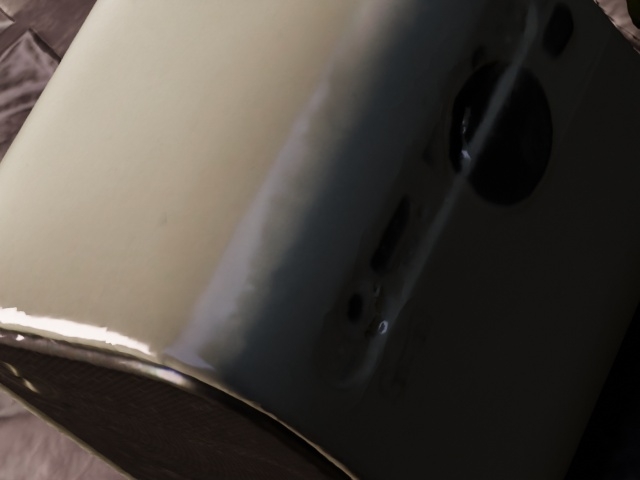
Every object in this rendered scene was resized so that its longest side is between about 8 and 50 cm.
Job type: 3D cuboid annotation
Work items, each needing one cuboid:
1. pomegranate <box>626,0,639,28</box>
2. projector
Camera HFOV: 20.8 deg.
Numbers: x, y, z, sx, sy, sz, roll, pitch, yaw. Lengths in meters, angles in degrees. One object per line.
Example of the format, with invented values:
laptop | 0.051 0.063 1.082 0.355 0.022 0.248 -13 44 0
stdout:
pomegranate | 0.233 -0.224 0.877 0.236 0.236 0.302 11 45 40
projector | 0.000 0.000 0.820 0.248 0.248 0.249 7 62 45
